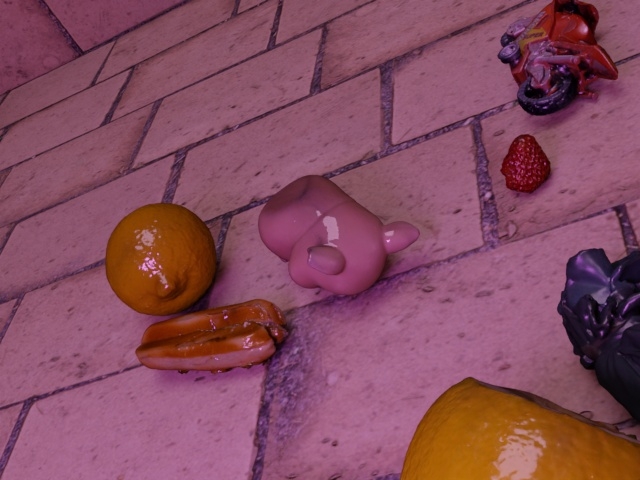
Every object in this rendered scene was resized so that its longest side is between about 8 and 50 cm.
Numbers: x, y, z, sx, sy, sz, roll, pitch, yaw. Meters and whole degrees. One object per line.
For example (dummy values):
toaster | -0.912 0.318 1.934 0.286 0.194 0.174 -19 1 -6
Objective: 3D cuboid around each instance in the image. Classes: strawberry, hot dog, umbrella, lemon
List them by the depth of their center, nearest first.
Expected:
lemon | 0.174 0.243 0.703 0.240 0.240 0.219 14 81 49
umbrella | 0.334 0.142 0.784 0.094 0.143 0.349 -16 33 -8
strawberry | 0.288 -0.112 1.197 0.073 0.083 0.073 -19 29 11
hot dog | -0.165 0.149 1.254 0.269 0.072 0.109 -12 37 28
lemon | -0.262 0.029 1.392 0.187 0.187 0.244 -35 28 -3

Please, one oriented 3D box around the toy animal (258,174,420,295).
toy animal | 0.006 -0.010 1.238 0.166 0.154 0.250 -35 35 -18

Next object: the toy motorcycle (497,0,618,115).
toy motorcycle | 0.377 -0.309 1.364 0.171 0.089 0.298 -21 35 17
